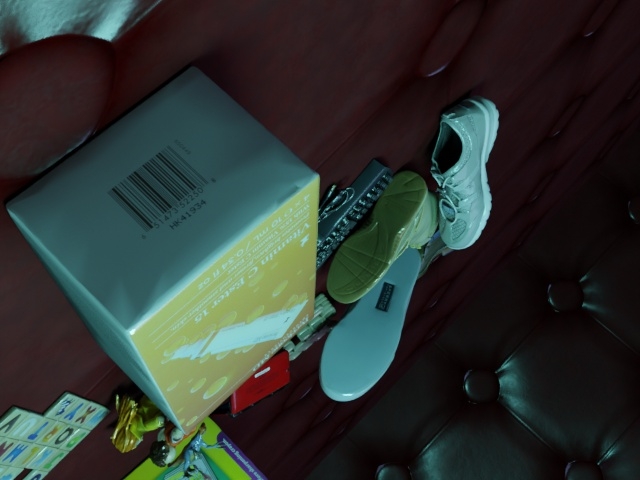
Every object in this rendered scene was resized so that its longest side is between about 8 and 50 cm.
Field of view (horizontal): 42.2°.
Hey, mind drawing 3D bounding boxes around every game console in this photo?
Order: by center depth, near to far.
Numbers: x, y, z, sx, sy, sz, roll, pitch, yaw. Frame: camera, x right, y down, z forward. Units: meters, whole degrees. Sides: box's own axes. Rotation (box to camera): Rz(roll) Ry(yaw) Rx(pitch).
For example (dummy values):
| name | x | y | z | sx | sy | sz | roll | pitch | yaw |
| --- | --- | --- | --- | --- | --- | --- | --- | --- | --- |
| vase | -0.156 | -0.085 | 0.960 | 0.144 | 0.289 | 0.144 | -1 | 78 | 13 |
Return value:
| name | x | y | z | sx | sy | sz | roll | pitch | yaw |
| --- | --- | --- | --- | --- | --- | --- | --- | --- | --- |
| game console | -0.136 | 0.267 | 1.559 | 0.144 | 0.085 | 0.124 | -25 | 126 | -39 |

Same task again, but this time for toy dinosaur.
| name | x | y | z | sx | sy | sz | roll | pitch | yaw |
| --- | --- | --- | --- | --- | --- | --- | --- | --- | --- |
| toy dinosaur | -0.186 | 0.297 | 1.189 | 0.047 | 0.090 | 0.082 | -10 | 106 | -71 |

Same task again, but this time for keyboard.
| name | x | y | z | sx | sy | sz | roll | pitch | yaw |
| --- | --- | --- | --- | --- | --- | --- | --- | --- | --- |
| keyboard | 0.000 | 0.000 | 1.328 | 0.317 | 0.033 | 0.201 | -51 | 162 | 7 |

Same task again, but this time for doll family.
| name | x | y | z | sx | sy | sz | roll | pitch | yaw |
| --- | --- | --- | --- | --- | --- | --- | --- | --- | --- |
| doll family | -0.234 | 0.242 | 1.210 | 0.163 | 0.118 | 0.263 | -51 | -179 | -10 |

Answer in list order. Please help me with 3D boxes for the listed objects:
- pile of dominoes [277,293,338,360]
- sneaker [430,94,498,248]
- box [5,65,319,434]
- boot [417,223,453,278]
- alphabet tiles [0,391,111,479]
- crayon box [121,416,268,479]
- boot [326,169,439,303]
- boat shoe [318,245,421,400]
| name | x | y | z | sx | sy | sz | roll | pitch | yaw |
| --- | --- | --- | --- | --- | --- | --- | --- | --- | --- |
| pile of dominoes | -0.079 | 0.201 | 1.599 | 0.251 | 0.040 | 0.196 | -37 | 162 | -5 |
| sneaker | 0.231 | -0.113 | 1.463 | 0.115 | 0.105 | 0.281 | -17 | 119 | -33 |
| box | -0.134 | 0.031 | 0.849 | 0.215 | 0.168 | 0.345 | -42 | 162 | -18 |
| boot | 0.214 | 0.008 | 1.817 | 0.219 | 0.082 | 0.106 | -35 | 137 | -24 |
| alphabet tiles | -0.379 | 0.270 | 1.051 | 0.198 | 0.009 | 0.237 | -44 | 163 | -9 |
| crayon box | -0.203 | 0.539 | 1.449 | 0.313 | 0.363 | 0.106 | -40 | 161 | -22 |
| boot | 0.124 | 0.004 | 1.518 | 0.262 | 0.095 | 0.203 | -59 | 161 | 5 |
| boat shoe | 0.090 | 0.174 | 1.657 | 0.156 | 0.136 | 0.367 | 104 | 8 | -58 |
